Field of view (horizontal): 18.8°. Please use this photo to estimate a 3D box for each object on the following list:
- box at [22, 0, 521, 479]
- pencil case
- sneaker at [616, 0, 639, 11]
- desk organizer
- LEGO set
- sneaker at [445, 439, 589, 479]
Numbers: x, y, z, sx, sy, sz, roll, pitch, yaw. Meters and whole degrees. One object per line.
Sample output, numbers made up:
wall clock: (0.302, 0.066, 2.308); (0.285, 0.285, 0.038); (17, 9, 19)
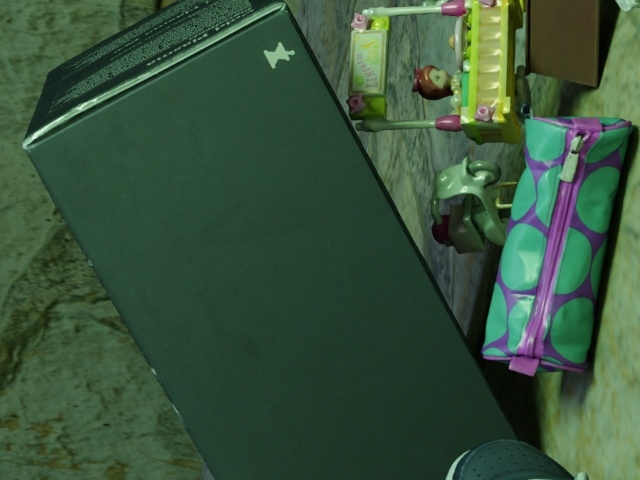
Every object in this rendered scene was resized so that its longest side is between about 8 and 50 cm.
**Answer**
box: (-0.032, 0.014, 1.280); (0.343, 0.179, 0.312); (61, 180, -13)
pencil case: (0.135, 0.001, 1.112); (0.070, 0.064, 0.152); (-10, -70, -80)
sneaker: (0.182, -0.152, 1.050); (0.152, 0.053, 0.061); (-93, -1, -71)
desk organizer: (0.159, -0.164, 1.197); (0.047, 0.050, 0.130); (-40, -43, -45)
LEGO set: (0.085, -0.131, 1.278); (0.132, 0.107, 0.287); (74, -161, -44)
sneaker: (0.124, 0.136, 0.864); (0.282, 0.099, 0.153); (-107, 23, -60)
